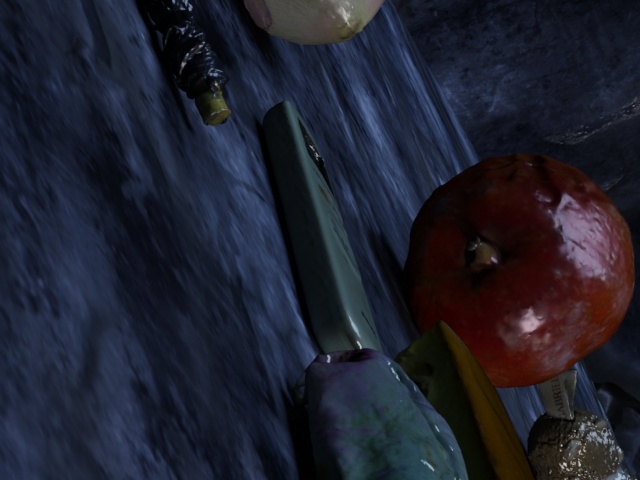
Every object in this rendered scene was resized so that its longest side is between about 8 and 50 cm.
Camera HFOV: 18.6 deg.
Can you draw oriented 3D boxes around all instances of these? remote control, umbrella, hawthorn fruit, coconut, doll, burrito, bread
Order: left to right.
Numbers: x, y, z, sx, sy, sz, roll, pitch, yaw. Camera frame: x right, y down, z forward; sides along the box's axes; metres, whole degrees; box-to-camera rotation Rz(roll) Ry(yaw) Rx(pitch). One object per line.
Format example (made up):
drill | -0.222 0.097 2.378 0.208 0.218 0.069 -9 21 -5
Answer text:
umbrella | -0.099 -0.146 1.384 0.040 0.037 0.144 78 -13 -68
coconut | -0.004 -0.265 1.877 0.183 0.171 0.171 65 9 22
remote control | 0.001 0.000 1.550 0.090 0.038 0.309 57 11 -37
burrito | 0.047 0.161 1.225 0.229 0.089 0.144 -102 166 -50
bread | 0.148 0.246 1.583 0.138 0.077 0.361 51 16 -51
hawthorn fruit | 0.182 0.025 1.945 0.271 0.242 0.242 10 54 -66
doll | 0.302 0.259 2.332 0.115 0.105 0.221 2 -54 58
